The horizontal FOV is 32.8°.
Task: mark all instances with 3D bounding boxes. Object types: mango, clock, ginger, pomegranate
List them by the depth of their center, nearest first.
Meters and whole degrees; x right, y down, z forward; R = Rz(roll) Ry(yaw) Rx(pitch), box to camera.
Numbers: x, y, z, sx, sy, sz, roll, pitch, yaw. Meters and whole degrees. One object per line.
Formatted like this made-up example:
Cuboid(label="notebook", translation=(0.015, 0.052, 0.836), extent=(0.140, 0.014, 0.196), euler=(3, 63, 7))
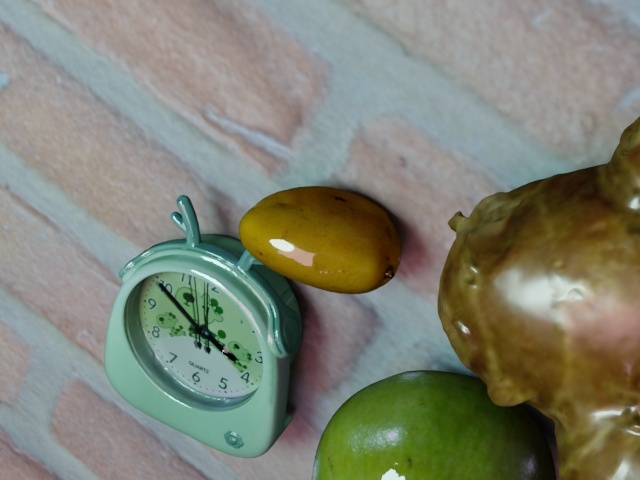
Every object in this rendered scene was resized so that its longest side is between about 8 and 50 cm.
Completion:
Cuboid(label="ginger", translation=(0.245, 0.075, 0.605), extent=(0.274, 0.152, 0.357), euler=(-40, 77, 26))
Cuboid(label="pomegranate", translation=(0.071, 0.181, 0.750), extent=(0.179, 0.210, 0.179), euler=(2, 95, 17))
Cuboid(label="mango", translation=(0.000, 0.000, 0.754), extent=(0.114, 0.080, 0.060), euler=(19, 121, -2))
Cuboid(label="clock", translation=(-0.084, 0.064, 0.852), extent=(0.159, 0.066, 0.211), euler=(25, 125, 14))
